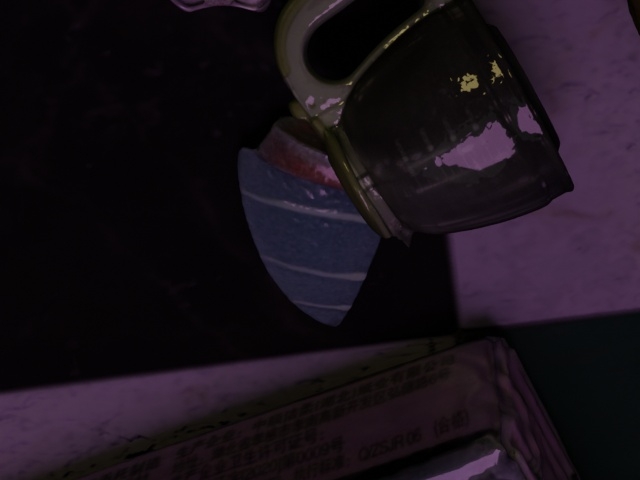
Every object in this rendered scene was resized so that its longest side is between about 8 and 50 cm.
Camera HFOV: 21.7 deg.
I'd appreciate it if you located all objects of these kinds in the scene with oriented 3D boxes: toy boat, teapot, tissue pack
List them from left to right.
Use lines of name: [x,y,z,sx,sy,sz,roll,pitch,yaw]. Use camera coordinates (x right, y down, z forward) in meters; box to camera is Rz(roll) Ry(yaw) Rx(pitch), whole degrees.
tissue pack: [-0.019,0.208,0.898,0.361,0.122,0.259,-19,127,17]
toy boat: [0.000,0.001,0.768,0.096,0.034,0.122,14,132,-8]
teapot: [0.039,-0.055,0.687,0.091,0.124,0.092,-29,160,6]

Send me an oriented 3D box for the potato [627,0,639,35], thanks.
potato: [0.221,-0.133,0.610,0.255,0.112,0.269,25,123,-18]

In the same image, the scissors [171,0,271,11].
scissors: [-0.074,-0.158,0.633,0.189,0.015,0.100,34,125,-28]
